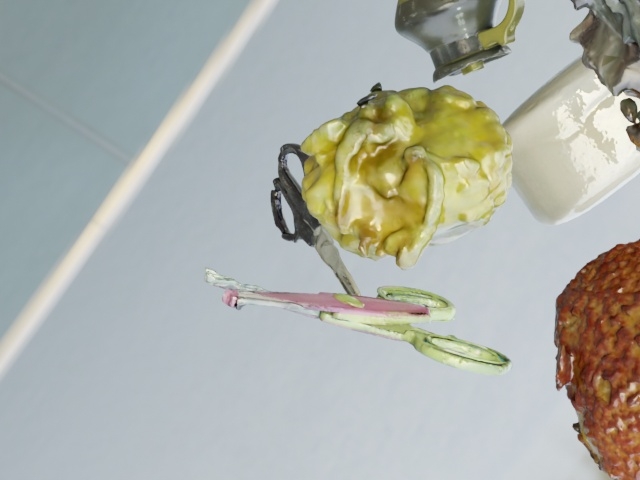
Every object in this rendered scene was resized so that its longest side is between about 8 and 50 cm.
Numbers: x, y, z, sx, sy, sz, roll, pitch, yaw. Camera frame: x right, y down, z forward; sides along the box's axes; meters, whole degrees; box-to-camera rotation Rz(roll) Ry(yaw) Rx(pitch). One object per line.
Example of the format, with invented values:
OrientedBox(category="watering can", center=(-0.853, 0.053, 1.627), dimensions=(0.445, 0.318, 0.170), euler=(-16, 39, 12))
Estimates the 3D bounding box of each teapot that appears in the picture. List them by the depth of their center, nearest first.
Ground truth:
OrientedBox(category="teapot", center=(0.163, -0.248, 1.955), dimensions=(0.130, 0.119, 0.166), euler=(-23, -178, -44))

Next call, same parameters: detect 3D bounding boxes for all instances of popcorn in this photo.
OrientedBox(category="popcorn", center=(0.083, -0.070, 1.734), dimensions=(0.189, 0.218, 0.169), euler=(-30, 108, -56))

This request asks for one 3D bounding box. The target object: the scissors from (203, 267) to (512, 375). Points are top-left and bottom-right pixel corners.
OrientedBox(category="scissors", center=(0.020, 0.046, 1.097), dimensions=(0.133, 0.187, 0.020), euler=(-134, -122, -65))

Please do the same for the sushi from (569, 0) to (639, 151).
OrientedBox(category="sushi", center=(0.315, -0.157, 1.215), dimensions=(0.176, 0.417, 0.417), euler=(-16, 153, -11))

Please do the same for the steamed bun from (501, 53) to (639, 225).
OrientedBox(category="steamed bun", center=(0.318, -0.136, 1.995), dimensions=(0.242, 0.146, 0.164), euler=(-38, -179, -13))

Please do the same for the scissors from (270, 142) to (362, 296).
OrientedBox(category="scissors", center=(0.000, 0.000, 1.872), dimensions=(0.022, 0.300, 0.109), euler=(0, 122, -20))

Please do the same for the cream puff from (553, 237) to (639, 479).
OrientedBox(category="cream puff", center=(0.418, 0.136, 1.897), dimensions=(0.350, 0.350, 0.228), euler=(-50, 173, -27))
